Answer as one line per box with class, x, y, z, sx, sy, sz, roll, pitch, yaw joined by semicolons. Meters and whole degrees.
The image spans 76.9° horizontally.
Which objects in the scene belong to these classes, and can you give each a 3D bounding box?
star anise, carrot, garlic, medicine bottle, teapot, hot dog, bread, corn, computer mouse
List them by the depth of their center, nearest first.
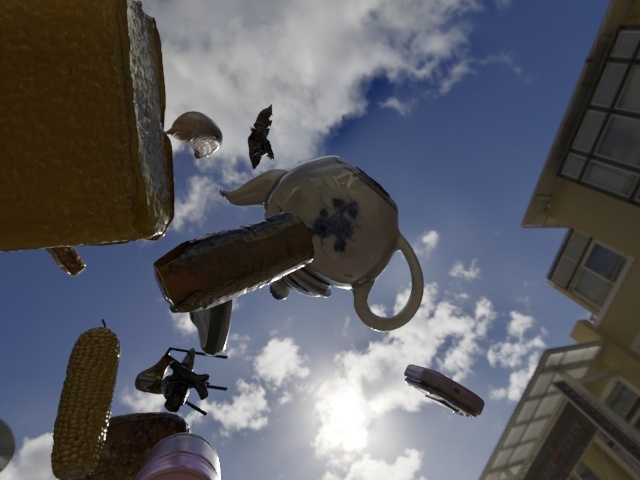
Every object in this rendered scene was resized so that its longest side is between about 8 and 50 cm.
carrot;-0.096;0.023;0.460;0.173;0.082;0.082;-22;-56;-30
bread;-0.374;-0.143;0.508;0.334;0.143;0.323;-4;-90;-4
teapot;0.000;0.000;0.737;0.424;0.252;0.280;39;-83;10
corn;-0.466;0.308;0.810;0.102;0.310;0.101;-9;-40;-7
medicine bottle;-0.330;0.577;0.919;0.203;0.316;0.201;4;-104;-14
garlic;-0.347;-0.287;1.090;0.129;0.198;0.090;-37;-100;15
bread;-0.699;0.040;1.102;0.053;0.074;0.132;-52;-23;-33
computer mouse;-0.293;0.179;1.105;0.095;0.197;0.330;-14;-38;-35
star anise;-0.173;-0.285;1.173;0.054;0.212;0.156;7;-47;8
hot dog;-0.547;0.663;1.204;0.388;0.266;0.174;15;-36;-39

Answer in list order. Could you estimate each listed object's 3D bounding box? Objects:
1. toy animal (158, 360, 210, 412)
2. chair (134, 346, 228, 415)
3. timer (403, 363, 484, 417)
toy animal;-0.397;0.427;1.120;0.121;0.117;0.210;24;-40;-21
chair;-0.456;0.452;1.338;0.247;0.158;0.172;32;-76;-23
timer;0.333;0.414;1.113;0.191;0.208;0.069;31;-106;-2
